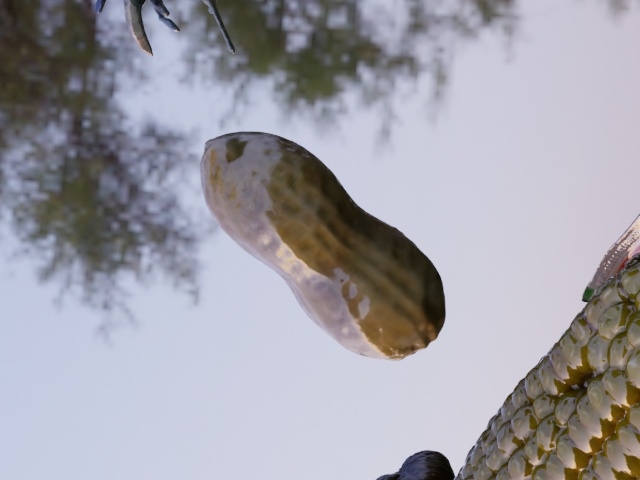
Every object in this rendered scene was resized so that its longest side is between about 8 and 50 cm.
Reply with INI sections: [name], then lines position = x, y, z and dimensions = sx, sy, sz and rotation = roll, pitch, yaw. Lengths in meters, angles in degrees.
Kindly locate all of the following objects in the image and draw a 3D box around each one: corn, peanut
[corn]
position = 0.128, 0.117, 0.870
dimensions = 0.322, 0.119, 0.119
rotation = -54, 1, 32
[peanut]
position = -0.001, 0.001, 1.159
dimensions = 0.089, 0.193, 0.089
rotation = -44, 2, 2

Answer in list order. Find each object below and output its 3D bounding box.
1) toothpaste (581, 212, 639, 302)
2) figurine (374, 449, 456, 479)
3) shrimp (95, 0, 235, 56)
[toothpaste]
position = 0.298, 0.066, 1.043
dimensions = 0.075, 0.301, 0.048
rotation = 138, 155, -71
[figurine]
position = 0.006, 0.332, 1.855
dimensions = 0.187, 0.315, 0.168
rotation = 112, 143, -73
[shrimp]
position = -0.068, -0.270, 1.541
dimensions = 0.166, 0.410, 0.221
rotation = 60, 157, 28
